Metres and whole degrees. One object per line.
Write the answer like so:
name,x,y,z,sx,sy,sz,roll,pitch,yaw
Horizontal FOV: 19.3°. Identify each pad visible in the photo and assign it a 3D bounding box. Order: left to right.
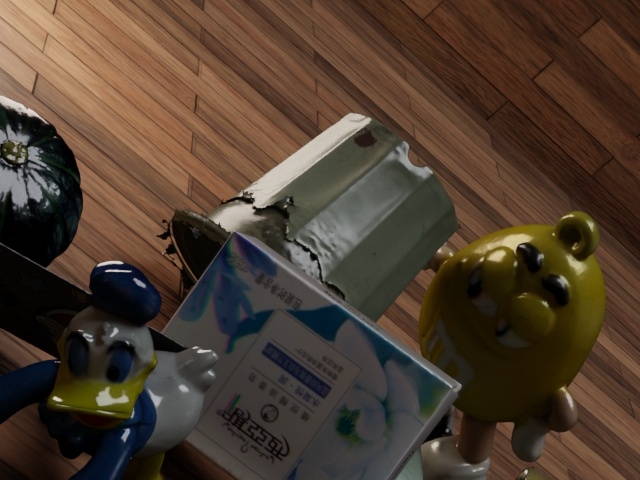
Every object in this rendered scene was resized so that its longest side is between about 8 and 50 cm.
pad,-0.258,0.065,1.732,0.246,0.170,0.006,30,61,-19

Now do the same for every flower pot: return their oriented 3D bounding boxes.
flower pot,0.000,0.000,2.127,0.290,0.259,0.290,42,-15,14

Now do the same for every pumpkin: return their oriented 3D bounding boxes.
pumpkin,-0.325,-0.052,1.845,0.194,0.150,0.194,30,25,-16

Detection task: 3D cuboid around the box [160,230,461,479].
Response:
box,-0.028,0.149,1.891,0.274,0.203,0.116,36,2,9

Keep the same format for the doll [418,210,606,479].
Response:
doll,0.186,0.122,2.262,0.161,0.423,0.348,-19,31,-38

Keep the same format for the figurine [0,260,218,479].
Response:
figurine,-0.214,0.130,1.601,0.284,0.338,0.204,-24,62,-34

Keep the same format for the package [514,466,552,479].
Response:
package,0.321,0.420,2.226,0.311,0.165,0.221,44,5,-3

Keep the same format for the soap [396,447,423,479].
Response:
soap,0.061,0.259,2.187,0.119,0.066,0.198,39,22,-19
